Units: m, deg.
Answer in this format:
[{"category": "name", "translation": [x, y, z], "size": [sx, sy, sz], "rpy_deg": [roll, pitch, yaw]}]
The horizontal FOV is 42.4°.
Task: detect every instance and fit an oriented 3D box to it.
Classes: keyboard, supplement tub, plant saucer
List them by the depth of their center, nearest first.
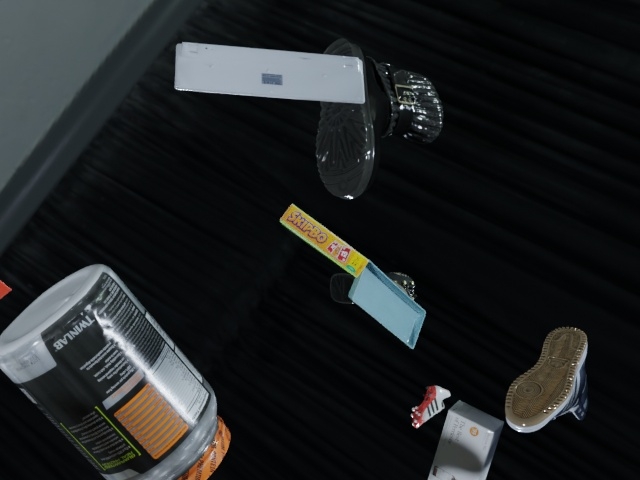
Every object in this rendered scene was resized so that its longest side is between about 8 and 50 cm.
[{"category": "keyboard", "translation": [-0.066, -0.224, 1.111], "size": [0.014, 0.255, 0.072], "rpy_deg": [122, -32, -69]}, {"category": "supplement tub", "translation": [-0.277, 0.205, 1.145], "size": [0.193, 0.193, 0.316], "rpy_deg": [-46, 112, -28]}, {"category": "plant saucer", "translation": [0.103, 0.099, 1.259], "size": [0.192, 0.018, 0.067], "rpy_deg": [40, 65, -44]}]

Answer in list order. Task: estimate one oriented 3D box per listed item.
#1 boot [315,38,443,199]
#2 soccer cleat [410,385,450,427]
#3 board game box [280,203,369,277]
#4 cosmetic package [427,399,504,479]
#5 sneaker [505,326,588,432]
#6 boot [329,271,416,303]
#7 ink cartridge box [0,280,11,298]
[{"category": "boot", "translation": [0.129, -0.220, 1.655], "size": [0.260, 0.131, 0.348], "rpy_deg": [19, 63, -39]}, {"category": "soccer cleat", "translation": [0.152, 0.233, 1.144], "size": [0.029, 0.035, 0.083], "rpy_deg": [-96, -158, -52]}, {"category": "board game box", "translation": [0.000, 0.000, 1.173], "size": [0.039, 0.124, 0.259], "rpy_deg": [-54, -178, -4]}, {"category": "cosmetic package", "translation": [0.269, 0.439, 1.591], "size": [0.060, 0.098, 0.239], "rpy_deg": [-21, 128, -57]}, {"category": "sneaker", "translation": [0.421, 0.295, 1.509], "size": [0.282, 0.099, 0.153], "rpy_deg": [-41, 132, -44]}, {"category": "boot", "translation": [0.155, 0.109, 1.802], "size": [0.178, 0.236, 0.085], "rpy_deg": [0, 95, -38]}, {"category": "ink cartridge box", "translation": [-0.361, 0.072, 0.794], "size": [0.115, 0.029, 0.063], "rpy_deg": [-39, 126, 3]}]
